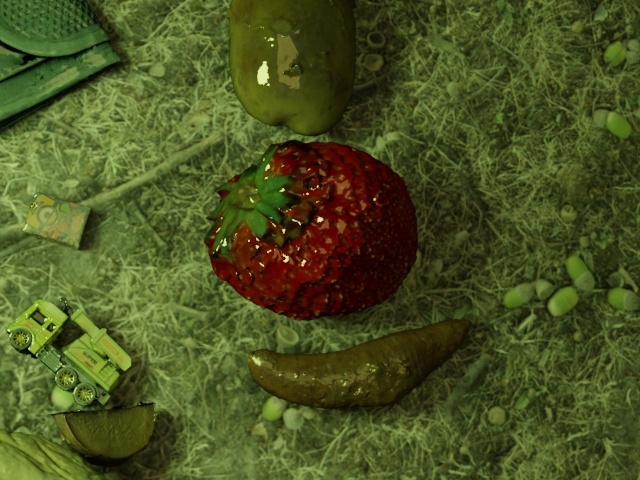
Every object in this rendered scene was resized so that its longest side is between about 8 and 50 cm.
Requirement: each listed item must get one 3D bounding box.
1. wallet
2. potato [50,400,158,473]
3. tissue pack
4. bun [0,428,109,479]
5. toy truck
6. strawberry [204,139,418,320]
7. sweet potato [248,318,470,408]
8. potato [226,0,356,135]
[{"bbox_3d":[-0.471,-0.347,1.697,0.237,0.075,0.342,-32,87,-20],"label":"wallet"},{"bbox_3d":[-0.300,0.266,1.571,0.172,0.100,0.089,3,77,-58],"label":"potato"},{"bbox_3d":[-0.369,-0.028,1.670,0.083,0.035,0.063,16,76,-9],"label":"tissue pack"},{"bbox_3d":[-0.420,0.381,1.466,0.352,0.227,0.349,-30,112,-21],"label":"bun"},{"bbox_3d":[-0.339,0.148,1.618,0.169,0.077,0.100,41,76,-1],"label":"toy truck"},{"bbox_3d":[0.000,0.000,1.653,0.288,0.250,0.239,32,65,-31],"label":"strawberry"},{"bbox_3d":[0.070,0.184,1.697,0.341,0.092,0.114,-9,64,-15],"label":"sweet potato"},{"bbox_3d":[-0.042,-0.299,1.749,0.191,0.141,0.296,0,76,-16],"label":"potato"}]
